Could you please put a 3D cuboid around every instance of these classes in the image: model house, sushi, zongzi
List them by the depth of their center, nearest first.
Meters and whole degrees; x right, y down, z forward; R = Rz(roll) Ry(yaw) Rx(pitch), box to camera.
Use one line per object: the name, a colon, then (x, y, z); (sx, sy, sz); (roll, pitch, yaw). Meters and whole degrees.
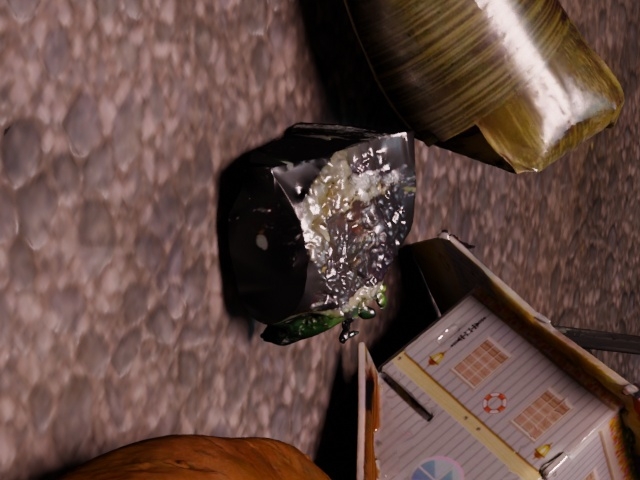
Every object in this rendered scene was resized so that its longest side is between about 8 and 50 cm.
sushi: (0.000, 0.000, 0.769); (0.083, 0.056, 0.084); (-30, 120, -61)
zongzi: (0.035, -0.120, 0.818); (0.084, 0.184, 0.187); (-33, 105, -12)
model house: (0.076, 0.129, 0.902); (0.136, 0.207, 0.219); (-39, 142, -14)

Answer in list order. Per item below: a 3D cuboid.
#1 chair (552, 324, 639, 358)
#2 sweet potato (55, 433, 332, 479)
chair: (0.235, 0.148, 1.061); (0.141, 0.260, 0.154); (51, 49, -56)
sweet potato: (-0.066, 0.126, 0.595); (0.359, 0.112, 0.112); (-29, 121, -57)
